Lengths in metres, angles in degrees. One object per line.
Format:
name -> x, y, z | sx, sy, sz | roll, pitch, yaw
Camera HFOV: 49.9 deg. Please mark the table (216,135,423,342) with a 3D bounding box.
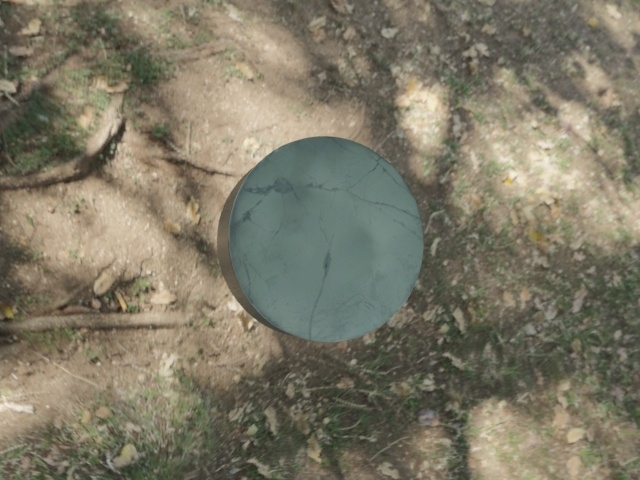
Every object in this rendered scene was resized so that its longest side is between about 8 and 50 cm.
table -> 0.000, 0.000, 0.459 | 0.134, 0.043, 0.133 | 2, 84, -20
